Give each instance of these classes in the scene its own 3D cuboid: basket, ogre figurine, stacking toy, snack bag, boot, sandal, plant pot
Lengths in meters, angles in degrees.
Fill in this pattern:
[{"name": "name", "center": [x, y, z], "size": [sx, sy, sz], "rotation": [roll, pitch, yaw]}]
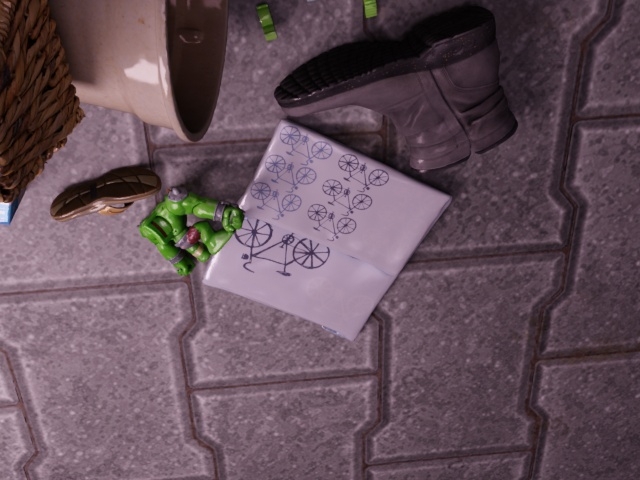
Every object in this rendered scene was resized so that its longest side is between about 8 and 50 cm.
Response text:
[{"name": "basket", "center": [-0.423, -0.172, 0.746], "size": [0.299, 0.213, 0.223], "rotation": [10, 135, 13]}, {"name": "ogre figurine", "center": [-0.209, -0.020, 1.201], "size": [0.118, 0.197, 0.096], "rotation": [36, 67, -18]}, {"name": "stacking toy", "center": [-0.021, -0.385, 1.030], "size": [0.167, 0.052, 0.221], "rotation": [-14, 123, 2]}, {"name": "snack bag", "center": [0.000, 0.000, 1.279], "size": [0.323, 0.037, 0.342], "rotation": [23, 116, -20]}, {"name": "boot", "center": [0.119, -0.185, 1.139], "size": [0.338, 0.118, 0.222], "rotation": [-15, 127, 8]}, {"name": "sandal", "center": [-0.326, -0.063, 1.186], "size": [0.180, 0.072, 0.049], "rotation": [-18, 137, 6]}, {"name": "plant pot", "center": [-0.290, -0.294, 0.922], "size": [0.306, 0.334, 0.333], "rotation": [4, 121, 3]}]

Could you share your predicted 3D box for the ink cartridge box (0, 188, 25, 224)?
[{"name": "ink cartridge box", "center": [-0.459, -0.126, 1.106], "size": [0.060, 0.104, 0.180], "rotation": [10, 120, -12]}]
